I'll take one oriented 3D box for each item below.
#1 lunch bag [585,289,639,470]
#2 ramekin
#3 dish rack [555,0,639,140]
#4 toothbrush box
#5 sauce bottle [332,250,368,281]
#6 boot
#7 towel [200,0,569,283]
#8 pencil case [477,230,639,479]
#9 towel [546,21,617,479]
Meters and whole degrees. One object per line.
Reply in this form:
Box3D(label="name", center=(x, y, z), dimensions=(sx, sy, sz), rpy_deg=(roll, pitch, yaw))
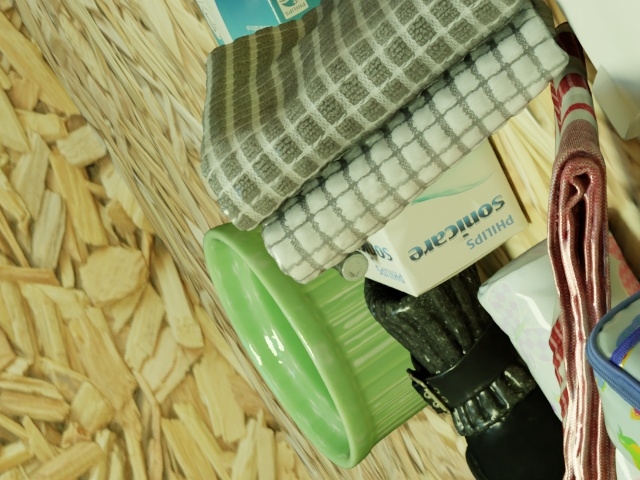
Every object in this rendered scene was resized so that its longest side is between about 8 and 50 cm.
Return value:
Box3D(label="lunch bag", center=(0.261, 0.059, 0.969), dimensions=(0.176, 0.219, 0.090), rpy_deg=(44, 159, 48))
Box3D(label="ramekin", center=(0.012, 0.085, 2.030), dimensions=(0.303, 0.148, 0.303), rpy_deg=(53, 165, 21))
Box3D(label="dish rack", center=(0.151, -0.206, 1.023), dimensions=(0.333, 0.072, 0.285), rpy_deg=(61, 169, 20))
Box3D(label="toothbrush box", center=(0.030, -0.118, 1.602), dimensions=(0.295, 0.126, 0.216), rpy_deg=(62, 166, -17))
Box3D(label="sauce bottle", center=(0.000, 0.000, 1.604), dimensions=(0.128, 0.042, 0.042), rpy_deg=(43, 159, 54))
Box3D(label="boot", center=(0.166, 0.132, 1.624), dimensions=(0.260, 0.131, 0.348), rpy_deg=(63, 166, -19))
Box3D(label="towel", center=(0.033, -0.117, 1.241), dimensions=(0.121, 0.235, 0.283), rpy_deg=(45, -168, -16))
Box3D(label="pencil case", center=(0.230, 0.117, 1.416), dimensions=(0.273, 0.113, 0.124), rpy_deg=(58, 170, 4))
Box3D(label="towel", center=(0.159, 0.009, 1.170), dimensions=(0.329, 0.037, 0.237), rpy_deg=(-75, -19, -70))
